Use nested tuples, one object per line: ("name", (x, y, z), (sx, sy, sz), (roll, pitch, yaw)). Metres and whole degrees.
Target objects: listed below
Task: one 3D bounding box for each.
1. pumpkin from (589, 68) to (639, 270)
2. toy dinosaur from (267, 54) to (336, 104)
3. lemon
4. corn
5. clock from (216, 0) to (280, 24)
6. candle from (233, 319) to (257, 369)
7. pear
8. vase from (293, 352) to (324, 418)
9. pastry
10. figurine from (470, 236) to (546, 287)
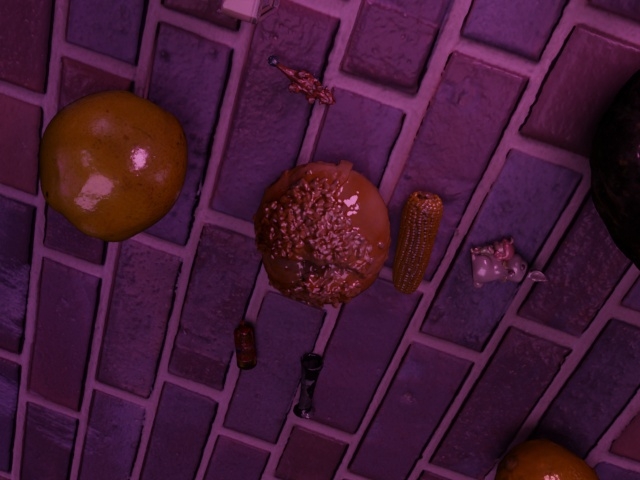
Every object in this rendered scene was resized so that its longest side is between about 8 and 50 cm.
("pumpkin", (0.666, -0.117, 0.953), (0.454, 0.344, 0.455), (4, 104, 17))
("toy dinosaur", (-0.034, -0.302, 1.139), (0.154, 0.055, 0.049), (32, 121, -16))
("lemon", (0.536, 0.593, 1.404), (0.288, 0.234, 0.233), (37, 117, -18))
("corn", (0.195, 0.005, 1.248), (0.080, 0.080, 0.231), (12, 120, 3))
("clock", (-0.103, -0.449, 0.999), (0.071, 0.192, 0.147), (19, 118, -2))
("candle", (-0.182, 0.248, 1.450), (0.051, 0.052, 0.131), (4, 117, 8))
("pear", (-0.391, -0.148, 1.159), (0.294, 0.294, 0.294), (4, 117, 8))
("vase", (-0.030, 0.360, 1.477), (0.059, 0.059, 0.167), (11, 119, 4))
("pastry", (0.000, 0.000, 1.216), (0.284, 0.184, 0.316), (5, 117, 6))
("figurine", (0.383, 0.045, 1.231), (0.146, 0.081, 0.098), (-6, 116, 13))
